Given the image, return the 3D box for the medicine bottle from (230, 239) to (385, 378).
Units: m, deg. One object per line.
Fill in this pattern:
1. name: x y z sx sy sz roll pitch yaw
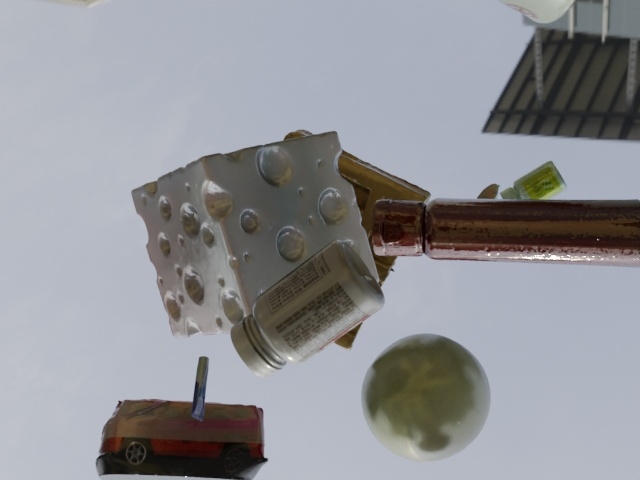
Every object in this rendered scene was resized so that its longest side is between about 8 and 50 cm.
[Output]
1. medicine bottle: -0.014 0.069 0.741 0.140 0.079 0.079 -37 -132 11

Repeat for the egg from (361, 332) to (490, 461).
1. egg: 0.182 0.271 1.337 0.219 0.269 0.219 -5 -101 27

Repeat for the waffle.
1. waffle: 0.000 0.000 1.436 0.304 0.077 0.348 27 -81 14

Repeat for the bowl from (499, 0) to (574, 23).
1. bowl: 0.335 -0.552 1.350 0.157 0.337 0.337 -4 -131 -11

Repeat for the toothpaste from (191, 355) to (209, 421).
1. toothpaste: -0.156 0.191 0.998 0.015 0.024 0.083 -15 -125 25

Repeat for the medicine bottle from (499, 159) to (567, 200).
1. medicine bottle: 0.293 -0.070 1.063 0.083 0.047 0.047 -32 -132 13

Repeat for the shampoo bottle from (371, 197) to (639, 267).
1. shampoo bottle: 0.184 -0.010 0.781 0.260 0.064 0.102 1 -167 15

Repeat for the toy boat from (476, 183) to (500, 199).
1. toy boat: 0.336 -0.057 1.556 0.034 0.122 0.096 30 -107 26

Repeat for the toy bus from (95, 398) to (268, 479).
1. toy bus: -0.252 0.375 1.423 0.302 0.127 0.147 7 -122 -11

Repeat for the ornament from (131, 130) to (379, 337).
1. ornament: -0.100 -0.006 1.153 0.239 0.240 0.239 -18 -178 -38
